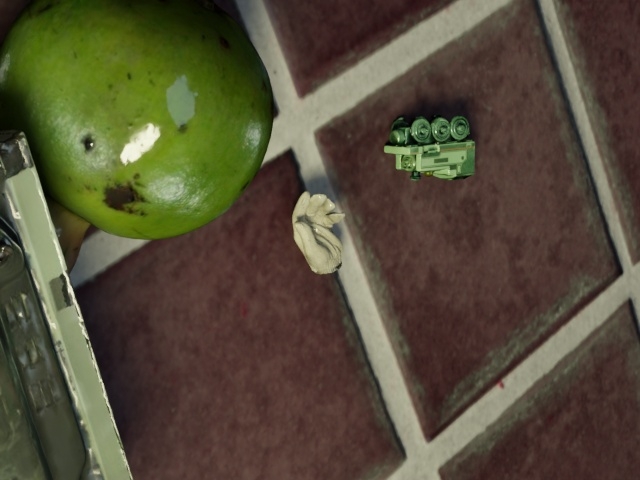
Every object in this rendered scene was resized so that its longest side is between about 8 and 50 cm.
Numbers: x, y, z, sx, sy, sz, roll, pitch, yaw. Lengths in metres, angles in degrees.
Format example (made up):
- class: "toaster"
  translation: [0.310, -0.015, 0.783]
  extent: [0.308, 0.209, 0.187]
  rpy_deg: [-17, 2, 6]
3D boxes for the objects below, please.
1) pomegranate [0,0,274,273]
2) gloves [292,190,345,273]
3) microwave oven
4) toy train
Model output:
- class: "pomegranate"
  translation: [-0.137, -0.064, 1.090]
  extent: [0.187, 0.187, 0.225]
  rpy_deg: [34, 100, -38]
- class: "gloves"
  translation: [-0.002, -0.001, 1.293]
  extent: [0.044, 0.037, 0.081]
  rpy_deg: [-46, 142, -52]
- class: "microwave oven"
  translation: [-0.244, 0.109, 0.984]
  extent: [0.237, 0.181, 0.295]
  rpy_deg: [-28, 111, -39]
- class: "toy train"
  translation: [0.088, -0.074, 1.372]
  extent: [0.083, 0.033, 0.053]
  rpy_deg: [-9, 101, -41]
